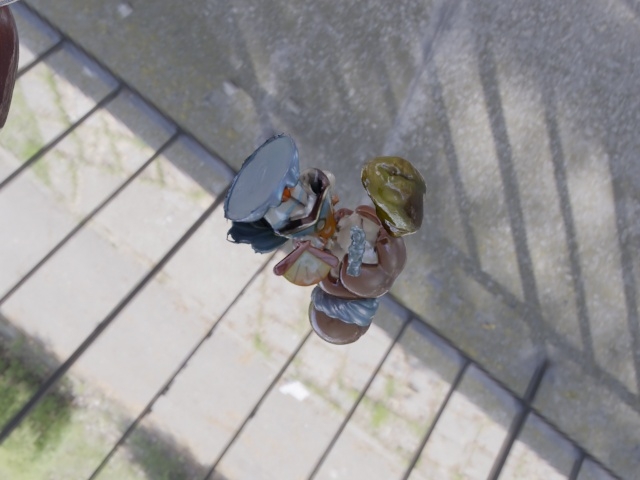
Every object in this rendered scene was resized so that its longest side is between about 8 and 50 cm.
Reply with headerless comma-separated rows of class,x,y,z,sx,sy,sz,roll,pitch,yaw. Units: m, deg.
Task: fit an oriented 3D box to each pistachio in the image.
pistachio,0.139,-0.078,1.853,0.100,0.110,0.189,21,153,39

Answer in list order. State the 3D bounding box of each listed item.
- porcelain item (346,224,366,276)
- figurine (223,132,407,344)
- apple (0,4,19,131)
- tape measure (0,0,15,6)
porcelain item,0.057,0.015,1.735,0.028,0.036,0.083,-1,107,-13
figurine,0.000,0.001,2.002,0.388,0.277,0.248,35,148,-29
apple,-0.641,-0.294,1.747,0.288,0.288,0.317,8,106,27
tape measure,-0.460,-0.360,1.279,0.231,0.245,0.149,-14,86,48
